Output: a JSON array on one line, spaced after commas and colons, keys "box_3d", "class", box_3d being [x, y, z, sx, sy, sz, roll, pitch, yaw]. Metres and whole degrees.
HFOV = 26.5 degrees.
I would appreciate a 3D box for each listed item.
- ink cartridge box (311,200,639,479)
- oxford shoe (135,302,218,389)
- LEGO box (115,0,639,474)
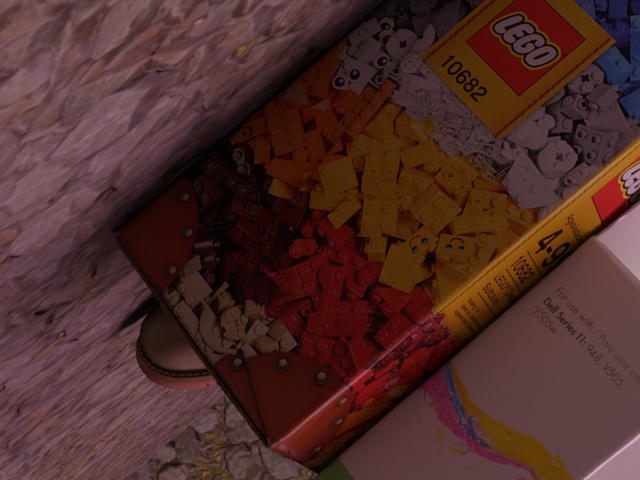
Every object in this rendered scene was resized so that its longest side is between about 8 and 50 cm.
[{"box_3d": [0.159, 0.131, 0.896, 0.353, 0.119, 0.207, -42, 152, 5], "class": "ink cartridge box"}, {"box_3d": [-0.003, -0.010, 1.232, 0.397, 0.140, 0.146, -32, 137, -15], "class": "oxford shoe"}, {"box_3d": [0.133, 0.019, 1.042, 0.372, 0.193, 0.500, -40, 154, 2], "class": "LEGO box"}]
